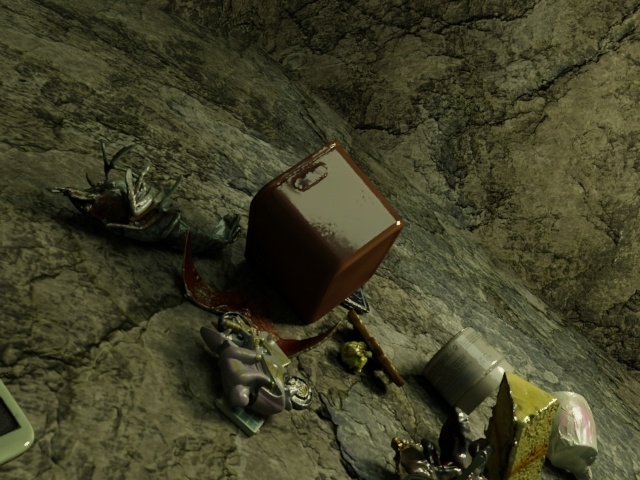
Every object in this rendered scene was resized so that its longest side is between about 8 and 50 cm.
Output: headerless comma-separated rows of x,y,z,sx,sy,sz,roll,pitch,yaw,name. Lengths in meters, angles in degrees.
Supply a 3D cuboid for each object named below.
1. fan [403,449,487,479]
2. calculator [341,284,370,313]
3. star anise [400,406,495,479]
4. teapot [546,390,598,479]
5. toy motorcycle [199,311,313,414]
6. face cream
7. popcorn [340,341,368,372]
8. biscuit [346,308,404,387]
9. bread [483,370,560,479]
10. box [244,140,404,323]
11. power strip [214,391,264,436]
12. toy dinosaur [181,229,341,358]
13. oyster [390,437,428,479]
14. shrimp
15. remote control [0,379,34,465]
0.194,0.423,0.896,0.132,0.220,0.009,42,-1,17,fan
0.012,0.095,1.483,0.274,0.028,0.165,29,24,-20,calculator
0.253,0.433,0.994,0.283,0.129,0.212,39,40,-36,star anise
0.645,0.531,1.484,0.163,0.221,0.178,-2,37,4,teapot
-0.118,0.220,0.946,0.225,0.073,0.152,44,30,11,toy motorcycle
0.361,0.322,1.372,0.153,0.177,0.177,47,24,22,face cream
0.079,0.254,1.240,0.068,0.059,0.083,42,3,42,popcorn
0.124,0.254,1.281,0.205,0.031,0.138,52,-7,33,biscuit
0.403,0.420,1.152,0.142,0.266,0.178,3,25,-8,bread
0.000,0.000,1.213,0.239,0.339,0.229,-35,74,-23,box
-0.133,0.284,0.919,0.090,0.016,0.040,40,23,5,power strip
-0.143,0.112,1.109,0.327,0.113,0.206,45,26,19,toy dinosaur
0.169,0.430,1.030,0.103,0.051,0.148,-13,85,-49,oyster
-0.331,-0.062,1.128,0.221,0.166,0.410,13,-17,45,shrimp
-0.459,0.147,0.670,0.309,0.038,0.090,46,24,17,remote control
